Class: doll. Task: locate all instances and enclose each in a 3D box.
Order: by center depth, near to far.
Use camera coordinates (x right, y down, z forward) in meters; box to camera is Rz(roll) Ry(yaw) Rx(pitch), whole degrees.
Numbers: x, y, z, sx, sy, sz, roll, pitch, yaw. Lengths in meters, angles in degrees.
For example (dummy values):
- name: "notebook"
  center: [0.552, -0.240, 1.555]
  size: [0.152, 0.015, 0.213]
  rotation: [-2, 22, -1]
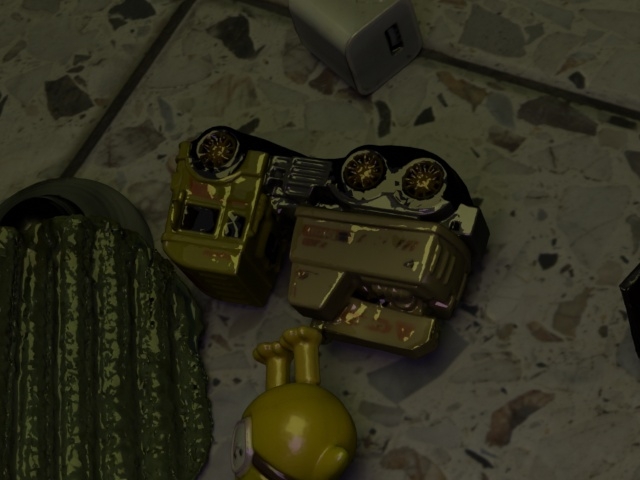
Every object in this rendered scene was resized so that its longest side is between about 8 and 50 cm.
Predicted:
- name: "doll"
  center: [-0.031, 0.290, 1.937]
  size: [0.199, 0.145, 0.363]
  rotation: [-30, 54, 46]

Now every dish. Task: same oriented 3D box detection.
- name: "dish"
  center: [-0.374, 0.010, 2.204]
  size: [0.273, 0.134, 0.273]
  rotation: [-8, 57, 13]

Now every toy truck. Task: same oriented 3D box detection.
- name: "toy truck"
  center: [0.000, 0.000, 2.076]
  size: [0.405, 0.181, 0.254]
  rotation: [10, 69, 18]

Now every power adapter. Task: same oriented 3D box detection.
- name: "power adapter"
  center: [0.027, -0.322, 2.297]
  size: [0.125, 0.130, 0.205]
  rotation: [-40, 58, -10]

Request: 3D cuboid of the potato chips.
- name: "potato chips"
  center: [-0.314, 0.157, 2.050]
  size: [0.358, 0.070, 0.429]
  rotation: [2, 66, -19]

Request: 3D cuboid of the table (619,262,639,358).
- name: "table"
  center: [0.534, 0.061, 1.871]
  size: [0.250, 0.196, 0.282]
  rotation: [36, 76, 30]
